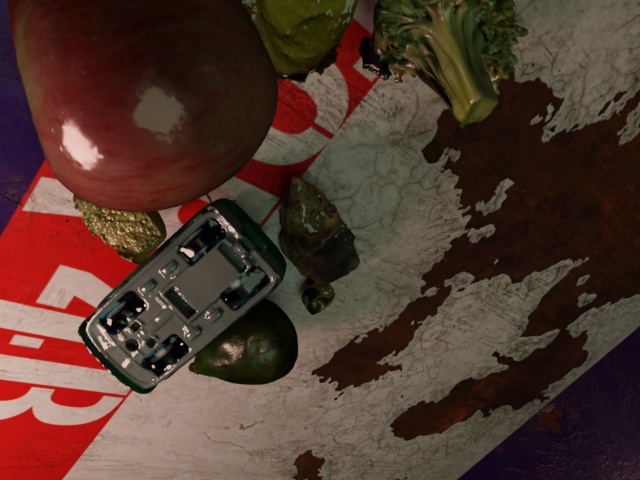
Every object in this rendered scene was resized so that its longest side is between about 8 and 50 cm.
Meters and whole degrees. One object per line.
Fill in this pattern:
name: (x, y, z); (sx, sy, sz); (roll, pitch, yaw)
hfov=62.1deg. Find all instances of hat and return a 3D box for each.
hat: (-0.011, 0.123, 1.211); (0.076, 0.059, 0.077); (-37, 144, -17)

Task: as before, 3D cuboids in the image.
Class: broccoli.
broccoli: (0.194, -0.284, 0.826); (0.247, 0.243, 0.263); (-22, 158, 12)

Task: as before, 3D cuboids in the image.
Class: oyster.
oyster: (0.004, 0.003, 1.072); (0.166, 0.110, 0.341); (-17, 148, -7)

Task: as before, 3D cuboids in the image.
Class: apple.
apple: (-0.200, -0.192, 0.631); (0.270, 0.344, 0.344); (-14, 134, -22)

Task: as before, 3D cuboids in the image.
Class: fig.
fig: (-0.168, 0.232, 1.130); (0.245, 0.195, 0.195); (-31, 136, -5)

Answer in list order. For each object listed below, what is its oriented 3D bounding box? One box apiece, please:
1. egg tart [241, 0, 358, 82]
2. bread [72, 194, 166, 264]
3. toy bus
egg tart: (-0.038, -0.356, 0.714); (0.279, 0.095, 0.278); (-38, 142, -37)
bread: (-0.317, -0.038, 0.855); (0.086, 0.125, 0.156); (-42, 101, 3)
toy bus: (-0.231, 0.085, 0.951); (0.343, 0.199, 0.183); (-39, 99, 10)
